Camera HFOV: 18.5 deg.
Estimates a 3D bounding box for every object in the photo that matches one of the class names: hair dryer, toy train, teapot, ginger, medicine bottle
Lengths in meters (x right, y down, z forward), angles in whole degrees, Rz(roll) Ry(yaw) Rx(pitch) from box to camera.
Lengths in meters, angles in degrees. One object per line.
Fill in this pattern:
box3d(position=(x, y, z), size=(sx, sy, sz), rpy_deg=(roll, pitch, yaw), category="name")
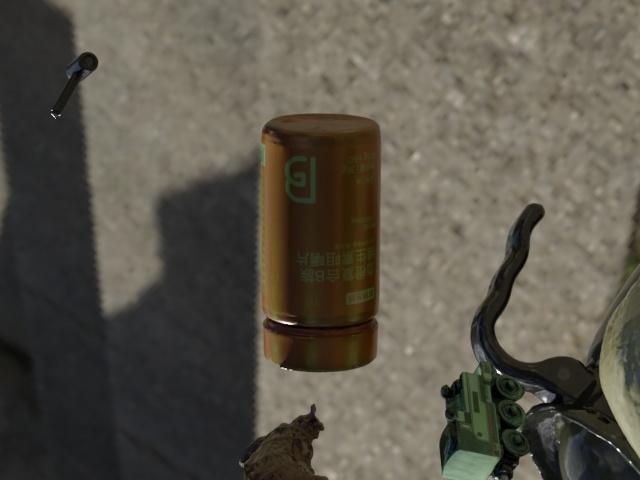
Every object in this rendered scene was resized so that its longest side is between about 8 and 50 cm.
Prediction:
box3d(position=(-0.290, -0.179, 2.281), size=(0.026, 0.083, 0.047), rpy_deg=(35, 157, -14), category="hair dryer")
box3d(position=(0.097, 0.110, 1.192), size=(0.053, 0.083, 0.033), rpy_deg=(13, 132, -16), category="toy train")
box3d(position=(0.274, 0.118, 1.625), size=(0.305, 0.285, 0.223), rpy_deg=(55, 156, -20), category="teapot")
box3d(position=(-0.037, 0.295, 2.030), size=(0.122, 0.290, 0.084), rpy_deg=(-24, 125, 19), category="ginger")
box3d(position=(0.000, 0.000, 1.558), size=(0.096, 0.096, 0.192), rpy_deg=(12, 106, 40), category="medicine bottle")

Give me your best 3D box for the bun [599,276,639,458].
box3d(position=(0.304, 0.094, 1.344), size=(0.229, 0.229, 0.145), rpy_deg=(42, 123, 1), category="bun")
